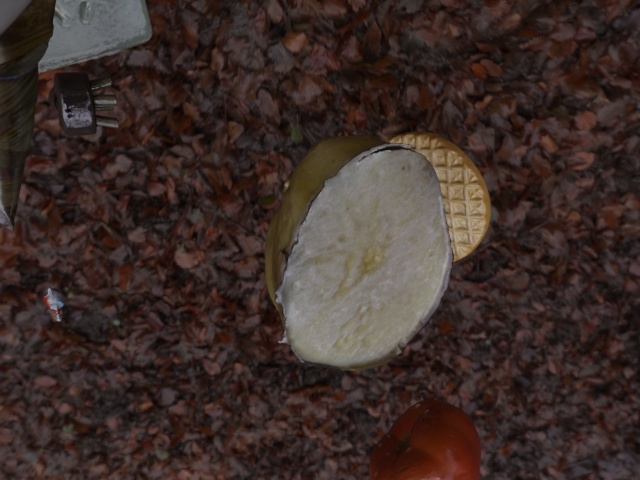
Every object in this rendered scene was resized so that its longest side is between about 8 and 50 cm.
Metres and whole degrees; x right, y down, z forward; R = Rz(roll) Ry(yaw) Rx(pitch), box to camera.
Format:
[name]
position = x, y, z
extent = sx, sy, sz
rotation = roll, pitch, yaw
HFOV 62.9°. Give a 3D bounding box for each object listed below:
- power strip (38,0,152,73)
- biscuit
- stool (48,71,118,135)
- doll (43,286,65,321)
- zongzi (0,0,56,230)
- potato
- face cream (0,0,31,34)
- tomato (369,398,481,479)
[power strip]
position = -0.334, -0.340, 0.665
extent = 0.198, 0.064, 0.213
rotation = -26, 132, -27
[biscuit]
position = 0.250, -0.105, 1.114
extent = 0.309, 0.040, 0.204
rotation = 57, 139, 1
[stool]
position = -0.497, -0.290, 1.092
extent = 0.121, 0.217, 0.125
rotation = -13, 116, -26
[doll]
position = -0.552, 0.126, 1.088
extent = 0.039, 0.057, 0.114
rotation = 11, 144, -14
[zongzi]
position = -0.387, -0.185, 0.524
extent = 0.286, 0.138, 0.300
rotation = 26, 121, 24
[potato]
position = 0.000, 0.000, 0.798
extent = 0.290, 0.296, 0.397
rotation = -42, 134, -9
[face cream]
position = -0.212, -0.189, 0.343
extent = 0.072, 0.182, 0.051
rotation = -2, 143, 2
[tomato]
position = 0.224, 0.459, 1.080
extent = 0.180, 0.260, 0.260
rotation = 39, 116, -7
